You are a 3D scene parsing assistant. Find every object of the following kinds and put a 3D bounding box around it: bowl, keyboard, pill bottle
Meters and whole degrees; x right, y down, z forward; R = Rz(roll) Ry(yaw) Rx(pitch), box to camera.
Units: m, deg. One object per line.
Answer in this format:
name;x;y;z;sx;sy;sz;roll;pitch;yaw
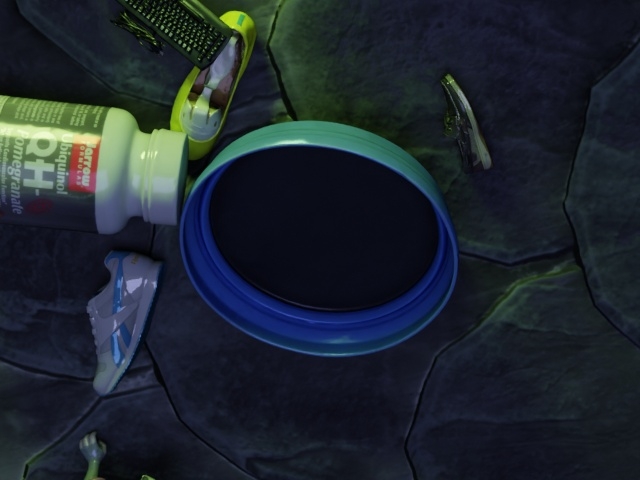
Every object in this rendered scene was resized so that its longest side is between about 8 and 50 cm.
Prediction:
bowl;0.000;0.000;1.815;0.391;0.077;0.391;5;131;6
keyboard;-0.216;-0.298;1.737;0.192;0.038;0.100;39;107;11
pill bottle;-0.346;-0.101;1.778;0.318;0.176;0.176;6;112;-1

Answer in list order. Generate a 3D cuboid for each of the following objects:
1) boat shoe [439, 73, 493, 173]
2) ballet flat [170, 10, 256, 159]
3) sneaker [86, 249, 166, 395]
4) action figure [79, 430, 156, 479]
boat shoe;0.197;-0.159;1.821;0.049;0.056;0.152;-25;110;4
ballet flat;-0.153;-0.207;1.790;0.077;0.077;0.231;21;111;-10
sneaker;-0.303;0.121;1.926;0.092;0.087;0.229;20;104;0
action figure;-0.344;0.482;1.979;0.248;0.276;0.370;39;121;-8
